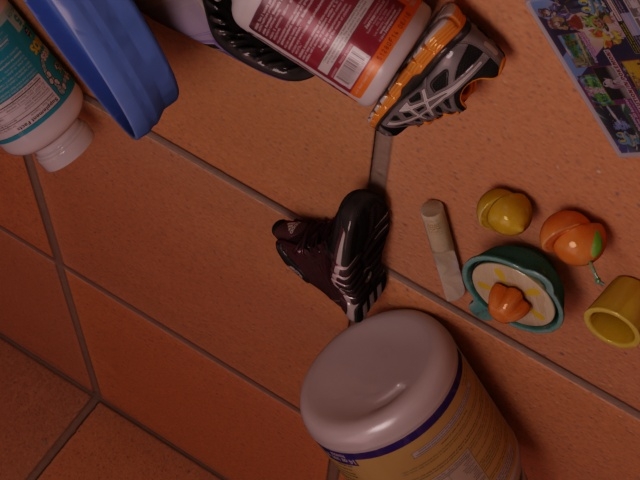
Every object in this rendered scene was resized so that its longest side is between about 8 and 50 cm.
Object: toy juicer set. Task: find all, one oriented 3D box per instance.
[{"bbox_3d":[0.212,0.033,1.444,0.329,0.089,0.209,4,139,48],"label":"toy juicer set"}]

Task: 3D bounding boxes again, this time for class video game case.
[{"bbox_3d":[0.304,-0.156,1.103,0.183,0.023,0.201,1,137,50],"label":"video game case"}]

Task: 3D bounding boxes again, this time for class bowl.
[{"bbox_3d":[-0.295,-0.294,1.399,0.391,0.077,0.391,52,171,11],"label":"bowl"}]

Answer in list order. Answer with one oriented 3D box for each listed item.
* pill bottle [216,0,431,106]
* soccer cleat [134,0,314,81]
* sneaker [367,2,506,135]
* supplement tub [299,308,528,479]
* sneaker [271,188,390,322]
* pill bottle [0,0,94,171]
[{"bbox_3d":[-0.011,-0.239,1.221,0.221,0.121,0.121,33,154,-3],"label":"pill bottle"},{"bbox_3d":[-0.120,-0.264,1.369,0.318,0.108,0.116,32,165,15],"label":"soccer cleat"},{"bbox_3d":[0.116,-0.157,1.268,0.083,0.084,0.215,31,155,-6],"label":"sneaker"},{"bbox_3d":[0.144,0.288,1.767,0.241,0.241,0.331,6,140,46],"label":"supplement tub"},{"bbox_3d":[0.000,0.000,1.637,0.163,0.106,0.281,31,154,18],"label":"sneaker"},{"bbox_3d":[-0.443,-0.224,1.763,0.146,0.146,0.264,2,138,49],"label":"pill bottle"}]
